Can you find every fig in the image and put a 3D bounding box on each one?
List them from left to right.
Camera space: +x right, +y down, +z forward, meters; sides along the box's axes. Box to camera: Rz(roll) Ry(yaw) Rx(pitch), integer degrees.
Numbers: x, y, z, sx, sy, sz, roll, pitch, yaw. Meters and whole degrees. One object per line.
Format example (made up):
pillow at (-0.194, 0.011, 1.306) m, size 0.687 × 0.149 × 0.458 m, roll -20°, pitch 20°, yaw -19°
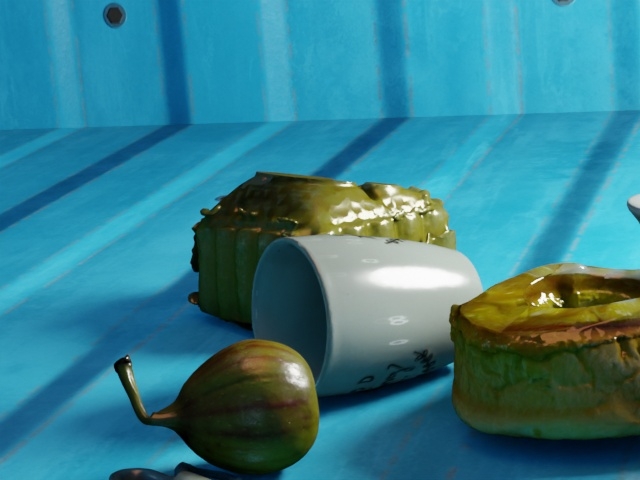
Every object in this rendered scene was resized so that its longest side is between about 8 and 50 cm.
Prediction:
fig at (-0.091, 0.173, 1.799) m, size 0.186 × 0.148 × 0.142 m, roll -13°, pitch 6°, yaw -27°

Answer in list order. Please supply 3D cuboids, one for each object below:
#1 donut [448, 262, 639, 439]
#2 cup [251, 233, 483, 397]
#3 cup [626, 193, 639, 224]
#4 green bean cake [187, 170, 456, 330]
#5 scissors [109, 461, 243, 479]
donut at (0.295, 0.112, 1.901) m, size 0.330 × 0.160 × 0.330 m, roll -4°, pitch 7°, yaw 0°
cup at (0.044, 0.094, 2.091) m, size 0.234 × 0.186 × 0.258 m, roll -3°, pitch -16°, yaw -31°
cup at (0.532, 0.037, 2.073) m, size 0.347 × 0.163 × 0.347 m, roll 0°, pitch 8°, yaw 0°
green bean cake at (0.000, 0.000, 2.369) m, size 0.285 × 0.202 × 0.310 m, roll -14°, pitch 17°, yaw -40°
scissors at (-0.098, 0.256, 1.687) m, size 0.138 × 0.041 × 0.289 m, roll -1°, pitch 7°, yaw -31°
